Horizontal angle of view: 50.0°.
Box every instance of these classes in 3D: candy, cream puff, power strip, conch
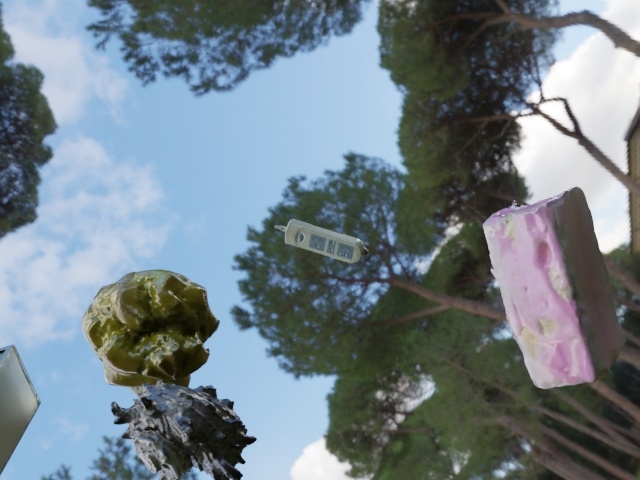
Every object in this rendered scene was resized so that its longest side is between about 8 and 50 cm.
[{"bbox_3d":[0.339,0.065,0.996,0.155,0.116,0.265,-22,-83,-51],"label":"candy"},{"bbox_3d":[-0.454,0.264,1.892,0.378,0.275,0.378,-5,-75,-18],"label":"cream puff"},{"bbox_3d":[0.000,0.000,1.334,0.030,0.191,0.047,-52,-24,-62],"label":"power strip"},{"bbox_3d":[-0.293,0.416,1.436,0.186,0.313,0.240,-60,-21,-72],"label":"conch"}]

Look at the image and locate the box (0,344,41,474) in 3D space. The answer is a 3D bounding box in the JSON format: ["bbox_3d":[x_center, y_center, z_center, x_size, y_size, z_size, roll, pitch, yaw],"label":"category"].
[{"bbox_3d":[-0.559,0.280,0.984,0.225,0.225,0.117,-16,-71,-1],"label":"box"}]
